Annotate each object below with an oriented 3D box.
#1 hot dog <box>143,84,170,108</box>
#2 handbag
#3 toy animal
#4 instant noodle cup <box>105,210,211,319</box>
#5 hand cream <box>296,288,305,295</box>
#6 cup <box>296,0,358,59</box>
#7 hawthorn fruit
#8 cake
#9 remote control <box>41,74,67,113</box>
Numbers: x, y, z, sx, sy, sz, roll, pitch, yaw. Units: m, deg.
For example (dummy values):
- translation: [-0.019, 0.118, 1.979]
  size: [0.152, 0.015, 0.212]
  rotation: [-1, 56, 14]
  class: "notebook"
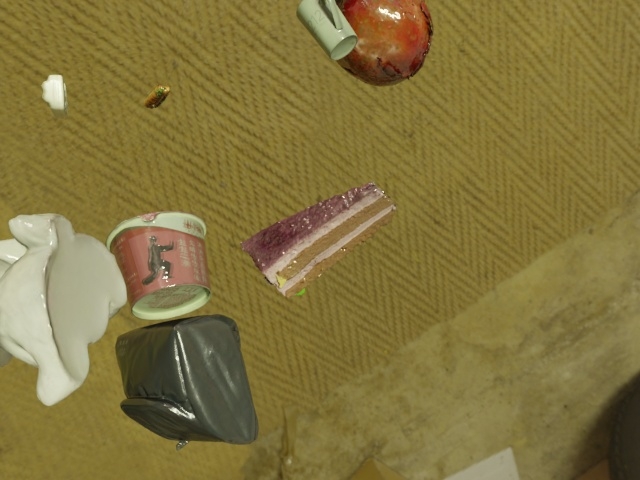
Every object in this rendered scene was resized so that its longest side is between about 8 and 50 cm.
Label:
- translation: [-0.444, -0.387, 1.475]
  size: [0.049, 0.122, 0.037]
  rotation: [-17, 89, -38]
  class: "hot dog"
- translation: [-0.278, 0.292, 1.049]
  size: [0.178, 0.302, 0.274]
  rotation: [-7, 83, -44]
  class: "handbag"
- translation: [-0.409, 0.081, 0.662]
  size: [0.265, 0.271, 0.205]
  rotation: [-9, 117, 5]
  class: "toy animal"
- translation: [-0.359, 0.065, 1.245]
  size: [0.235, 0.178, 0.234]
  rotation: [-16, 155, -8]
  class: "instant noodle cup"
- translation: [-0.099, 0.066, 1.770]
  size: [0.050, 0.079, 0.275]
  rotation: [-17, 129, -6]
  class: "hand cream"
- translation: [0.015, -0.305, 0.751]
  size: [0.054, 0.075, 0.083]
  rotation: [-23, 74, -42]
  class: "cup"
- translation: [0.161, -0.582, 1.494]
  size: [0.316, 0.316, 0.315]
  rotation: [-5, 110, -13]
  class: "hawthorn fruit"
- translation: [0.000, 0.000, 0.982]
  size: [0.295, 0.112, 0.116]
  rotation: [-29, 142, 12]
  class: "cake"
- translation: [-0.648, -0.351, 1.330]
  size: [0.049, 0.230, 0.090]
  rotation: [-4, 99, -22]
  class: "remote control"
